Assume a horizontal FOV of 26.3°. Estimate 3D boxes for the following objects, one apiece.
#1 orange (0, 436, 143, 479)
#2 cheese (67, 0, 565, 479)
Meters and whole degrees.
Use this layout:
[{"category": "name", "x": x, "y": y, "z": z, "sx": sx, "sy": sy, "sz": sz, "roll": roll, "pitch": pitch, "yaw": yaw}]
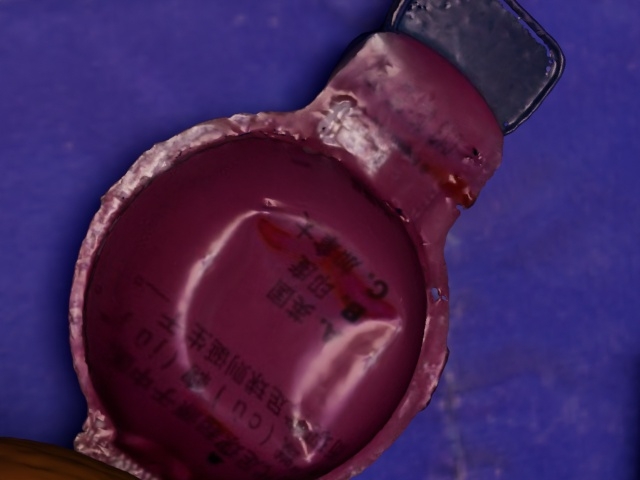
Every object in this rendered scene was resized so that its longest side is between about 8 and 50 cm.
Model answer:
[{"category": "orange", "x": -0.099, "y": 0.164, "z": 0.431, "sx": 0.219, "sy": 0.219, "sz": 0.193, "roll": 39, "pitch": 43, "yaw": -20}, {"category": "cheese", "x": 0.000, "y": 0.000, "z": 0.524, "sx": 0.155, "sy": 0.062, "sz": 0.244, "roll": 40, "pitch": 82, "yaw": -20}]
